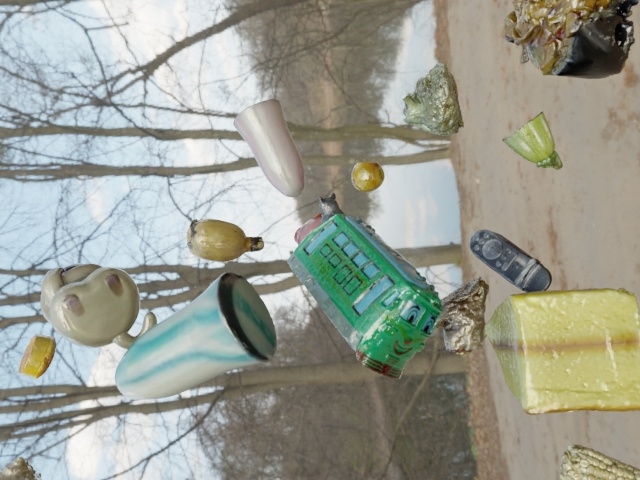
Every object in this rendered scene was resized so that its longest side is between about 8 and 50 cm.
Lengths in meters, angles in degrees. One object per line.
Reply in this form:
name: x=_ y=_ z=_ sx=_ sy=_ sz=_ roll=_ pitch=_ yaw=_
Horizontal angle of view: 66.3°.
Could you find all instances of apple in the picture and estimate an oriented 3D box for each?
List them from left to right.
apple: x=0.160 y=-0.210 z=1.621 sx=0.114 sy=0.102 sz=0.099 roll=-9 pitch=-81 yaw=-55

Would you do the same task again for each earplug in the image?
earplug: x=-0.267 y=0.216 z=0.954 sx=0.185 sy=0.324 sz=0.185 roll=55 pitch=-166 yaw=-21
earplug: x=-0.139 y=-0.279 z=1.579 sx=0.301 sy=0.172 sz=0.172 roll=63 pitch=180 yaw=4

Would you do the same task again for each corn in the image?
corn: x=0.575 y=0.460 z=0.942 sx=0.087 sy=0.210 sz=0.087 roll=13 pitch=-90 yaw=-73

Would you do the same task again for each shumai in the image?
shumai: x=0.386 y=-0.488 z=1.750 sx=0.189 sy=0.218 sz=0.256 roll=-3 pitch=-97 yaw=-55
shumai: x=0.456 y=0.244 z=1.507 sx=0.185 sy=0.218 sz=0.184 roll=55 pitch=-169 yaw=7

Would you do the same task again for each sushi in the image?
sushi: x=0.491 y=-0.431 z=0.978 sx=0.213 sy=0.203 sz=0.200 roll=-88 pitch=-3 yaw=-61

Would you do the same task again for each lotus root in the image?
lotus root: x=-0.383 y=0.006 z=1.978 sx=0.183 sy=0.309 sz=0.183 roll=-173 pitch=90 yaw=-74

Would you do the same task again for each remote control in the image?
remote control: x=0.500 y=0.057 z=1.284 sx=0.090 sy=0.066 sz=0.266 roll=-60 pitch=37 yaw=15

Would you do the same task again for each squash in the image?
squash: x=0.487 y=-0.204 z=1.096 sx=0.132 sy=0.105 sz=0.105 roll=55 pitch=-179 yaw=1

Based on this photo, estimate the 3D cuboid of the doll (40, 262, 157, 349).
doll: x=-0.625 y=0.165 z=1.320 sx=0.215 sy=0.370 sz=0.226 roll=-46 pitch=-50 yaw=-29

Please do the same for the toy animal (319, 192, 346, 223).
toy animal: x=0.056 y=-0.028 z=1.345 sx=0.117 sy=0.121 sz=0.210 roll=-4 pitch=108 yaw=49

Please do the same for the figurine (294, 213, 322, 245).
figurine: x=0.000 y=0.000 z=1.780 sx=0.173 sy=0.173 sz=0.173 roll=-6 pitch=-90 yaw=-89

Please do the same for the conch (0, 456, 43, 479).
conch: x=-0.572 y=0.501 z=0.841 sx=0.163 sy=0.178 sz=0.245 roll=-6 pitch=68 yaw=68

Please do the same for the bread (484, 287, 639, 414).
bread: x=0.515 y=0.234 z=1.087 sx=0.361 sy=0.244 sz=0.233 roll=37 pitch=-132 yaw=-75

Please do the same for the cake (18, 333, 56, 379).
cake: x=-0.538 y=0.220 z=0.934 sx=0.044 sy=0.084 sz=0.084 roll=28 pitch=-140 yaw=-33

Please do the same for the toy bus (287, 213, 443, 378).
toy bus: x=0.098 y=0.098 z=1.038 sx=0.183 sy=0.199 sz=0.343 roll=34 pitch=-169 yaw=-45
